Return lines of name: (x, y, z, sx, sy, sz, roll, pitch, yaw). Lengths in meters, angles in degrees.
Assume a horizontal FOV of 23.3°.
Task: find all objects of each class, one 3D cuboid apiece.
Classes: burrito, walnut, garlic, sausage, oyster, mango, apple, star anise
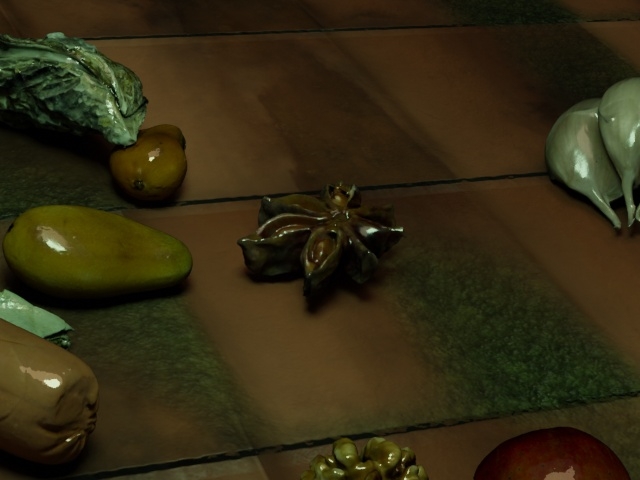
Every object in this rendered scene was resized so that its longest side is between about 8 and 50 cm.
burrito: (-0.341, 0.093, 1.743, 0.118, 0.044, 0.074, 31, 40, 27)
walnut: (0.054, 0.256, 1.573, 0.143, 0.069, 0.170, 1, 30, -11)
garlic: (0.457, -0.117, 2.253, 0.292, 0.210, 0.237, -27, 81, -50)
sausage: (-0.364, 0.130, 1.606, 0.304, 0.121, 0.121, 23, 34, 21)
oyster: (-0.361, -0.208, 2.102, 0.351, 0.158, 0.162, 24, 25, 35)
mango: (-0.265, 0.016, 1.845, 0.228, 0.099, 0.136, 5, 26, -23)
apple: (0.233, 0.268, 1.536, 0.156, 0.147, 0.158, 22, 28, -22)
mango: (-0.226, -0.103, 2.064, 0.105, 0.084, 0.159, -6, 16, 4)
star anise: (-0.005, 0.003, 1.946, 0.220, 0.099, 0.214, -22, 29, -34)
